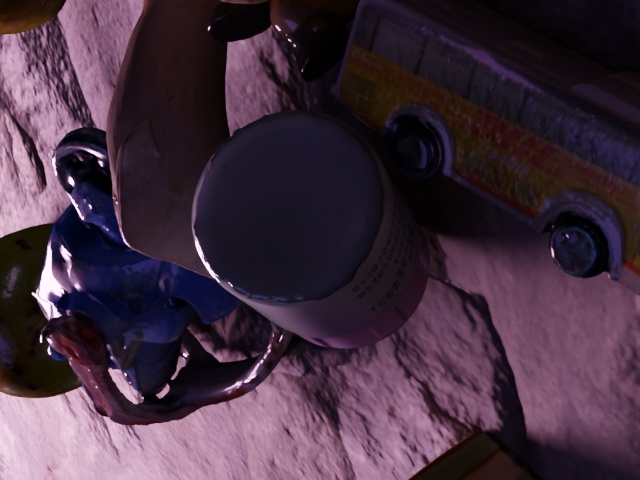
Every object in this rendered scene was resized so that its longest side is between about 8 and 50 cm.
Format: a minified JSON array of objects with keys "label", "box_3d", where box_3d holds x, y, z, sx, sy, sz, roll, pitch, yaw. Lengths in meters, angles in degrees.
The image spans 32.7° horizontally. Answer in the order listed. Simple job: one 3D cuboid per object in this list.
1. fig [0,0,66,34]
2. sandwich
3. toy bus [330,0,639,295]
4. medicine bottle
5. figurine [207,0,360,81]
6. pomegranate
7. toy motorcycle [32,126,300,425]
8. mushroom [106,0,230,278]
[{"label":"fig","box_3d":[-0.242,-0.279,0.928,0.245,0.149,0.149,-35,85,29]},{"label":"sandwich","box_3d":[0.082,0.235,0.833,0.079,0.163,0.113,41,140,24]},{"label":"toy bus","box_3d":[0.130,-0.063,0.647,0.268,0.092,0.106,36,127,30]},{"label":"medicine bottle","box_3d":[0.000,0.000,0.746,0.135,0.135,0.168,41,177,24]},{"label":"figurine","box_3d":[-0.028,-0.238,0.656,0.192,0.167,0.257,53,169,31]},{"label":"pomegranate","box_3d":[-0.310,0.096,1.209,0.240,0.159,0.190,17,126,37]},{"label":"toy motorcycle","box_3d":[-0.137,0.034,0.990,0.319,0.241,0.182,116,157,-53]},{"label":"mushroom","box_3d":[-0.110,-0.092,0.816,0.108,0.096,0.247,-11,73,50]}]
